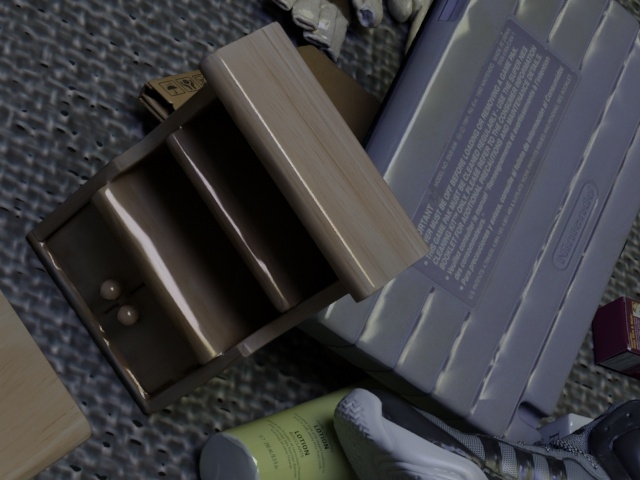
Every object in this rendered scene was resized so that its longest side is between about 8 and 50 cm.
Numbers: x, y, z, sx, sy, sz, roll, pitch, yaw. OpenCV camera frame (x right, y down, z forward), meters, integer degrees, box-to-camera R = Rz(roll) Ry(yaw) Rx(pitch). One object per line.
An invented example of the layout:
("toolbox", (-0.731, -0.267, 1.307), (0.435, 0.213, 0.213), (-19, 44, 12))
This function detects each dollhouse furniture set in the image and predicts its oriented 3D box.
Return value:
("dollhouse furniture set", (-0.166, 0.064, 0.904), (0.394, 0.256, 0.362), (-33, 89, -44))

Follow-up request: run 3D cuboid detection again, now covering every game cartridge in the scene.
("game cartridge", (0.136, -0.041, 1.182), (0.230, 0.068, 0.355), (34, 72, -22))

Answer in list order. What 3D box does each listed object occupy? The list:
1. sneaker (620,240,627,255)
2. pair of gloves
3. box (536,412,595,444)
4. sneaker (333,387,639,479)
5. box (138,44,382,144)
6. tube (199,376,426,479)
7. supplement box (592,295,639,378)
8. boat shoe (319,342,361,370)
("sneaker", (0.191, -0.022, 1.325), (0.330, 0.130, 0.147), (-32, 86, -44))
("pair of gloves", (0.061, -0.213, 1.386), (0.240, 0.042, 0.204), (33, 50, -21))
("box", (0.228, 0.248, 1.214), (0.182, 0.119, 0.181), (17, 57, -31))
("sneaker", (0.147, 0.159, 1.094), (0.269, 0.101, 0.153), (36, 64, 6))
("box", (-0.017, -0.083, 1.209), (0.164, 0.021, 0.201), (43, 36, 21))
("tube", (0.018, 0.143, 1.148), (0.240, 0.062, 0.070), (-10, 109, -46))
("supplement box", (0.288, 0.091, 1.399), (0.083, 0.043, 0.055), (21, 56, -30))
("boat shoe", (0.000, 0.000, 1.200), (0.073, 0.073, 0.207), (-35, 89, -41))
